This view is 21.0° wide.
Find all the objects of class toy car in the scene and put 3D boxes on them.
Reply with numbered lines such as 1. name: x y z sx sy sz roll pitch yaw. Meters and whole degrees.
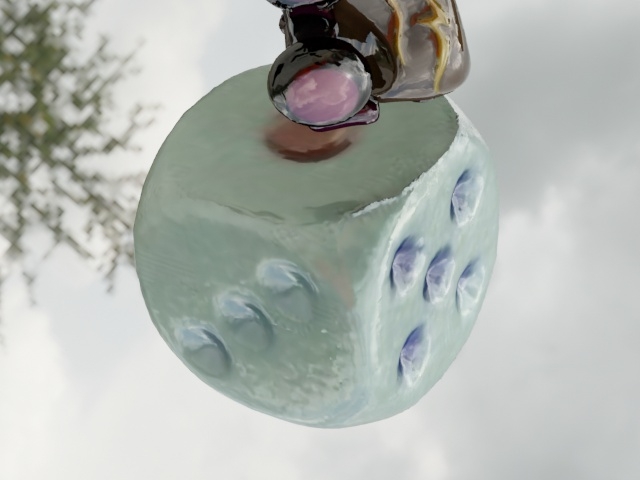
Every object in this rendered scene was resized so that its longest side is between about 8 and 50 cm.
1. toy car: 0.060 -0.253 1.306 0.240 0.341 0.271 -9 -133 3

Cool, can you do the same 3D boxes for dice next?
1. dice: 0.000 0.000 1.652 0.268 0.263 0.265 17 -137 27
